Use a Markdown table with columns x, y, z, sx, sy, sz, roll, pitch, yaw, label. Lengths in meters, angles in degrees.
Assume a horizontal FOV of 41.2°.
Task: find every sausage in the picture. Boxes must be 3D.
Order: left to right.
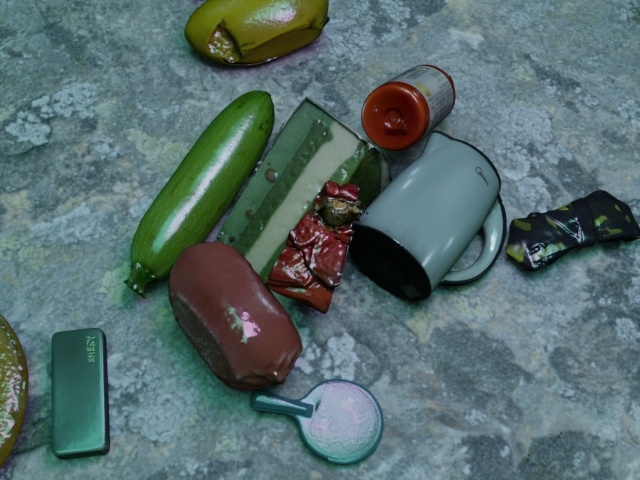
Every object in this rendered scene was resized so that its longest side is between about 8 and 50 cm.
| x | y | z | sx | sy | sz | roll | pitch | yaw | label |
| --- | --- | --- | --- | --- | --- | --- | --- | --- | --- |
| -0.131 | 0.116 | 1.250 | 0.148 | 0.148 | 0.254 | -38 | 68 | -19 | sausage |

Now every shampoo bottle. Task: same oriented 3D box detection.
| x | y | z | sx | sy | sz | roll | pitch | yaw | label |
| --- | --- | --- | --- | --- | --- | --- | --- | --- | --- |
| 0.159 | -0.228 | 1.393 | 0.104 | 0.104 | 0.278 | 29 | 28 | 11 | shampoo bottle |

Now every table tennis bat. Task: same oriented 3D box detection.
| x | y | z | sx | sy | sz | roll | pitch | yaw | label |
| --- | --- | --- | --- | --- | --- | --- | --- | --- | --- |
| -0.005 | 0.256 | 1.250 | 0.201 | 0.033 | 0.124 | 15 | 63 | -1 | table tennis bat |

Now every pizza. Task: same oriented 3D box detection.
| x | y | z | sx | sy | sz | roll | pitch | yaw | label |
| --- | --- | --- | --- | --- | --- | --- | --- | --- | --- |
| -0.517 | 0.230 | 1.218 | 0.197 | 0.058 | 0.292 | -7 | 63 | -5 | pizza |

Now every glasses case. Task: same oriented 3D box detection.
| x | y | z | sx | sy | sz | roll | pitch | yaw | label |
| --- | --- | --- | --- | --- | --- | --- | --- | --- | --- |
| -0.350 | 0.221 | 1.241 | 0.077 | 0.039 | 0.184 | -6 | 65 | -6 | glasses case |

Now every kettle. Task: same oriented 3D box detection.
| x | y | z | sx | sy | sz | roll | pitch | yaw | label |
| --- | --- | --- | --- | --- | --- | --- | --- | --- | --- |
| 0.189 | -0.024 | 1.340 | 0.221 | 0.161 | 0.236 | 46 | 65 | -12 | kettle |

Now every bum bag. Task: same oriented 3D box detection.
| x | y | z | sx | sy | sz | roll | pitch | yaw | label |
| --- | --- | --- | --- | --- | --- | --- | --- | --- | --- |
| 0.405 | -0.016 | 1.388 | 0.232 | 0.060 | 0.107 | -15 | 57 | -12 | bum bag |

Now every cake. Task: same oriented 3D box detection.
| x | y | z | sx | sy | sz | roll | pitch | yaw | label |
| --- | --- | --- | --- | --- | --- | --- | --- | --- | --- |
| -0.018 | -0.064 | 1.394 | 0.158 | 0.172 | 0.284 | 41 | 101 | 22 | cake |

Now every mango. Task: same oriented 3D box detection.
| x | y | z | sx | sy | sz | roll | pitch | yaw | label |
| --- | --- | --- | --- | --- | --- | --- | --- | --- | --- |
| -0.110 | -0.395 | 1.507 | 0.261 | 0.130 | 0.167 | -26 | 63 | -10 | mango |

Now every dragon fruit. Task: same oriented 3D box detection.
| x | y | z | sx | sy | sz | roll | pitch | yaw | label |
| --- | --- | --- | --- | --- | --- | --- | --- | --- | --- |
| 0.016 | 0.008 | 1.258 | 0.092 | 0.122 | 0.192 | 26 | 91 | 22 | dragon fruit |

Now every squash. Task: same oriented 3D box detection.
| x | y | z | sx | sy | sz | roll | pitch | yaw | label |
| --- | --- | --- | --- | --- | --- | --- | --- | --- | --- |
| -0.191 | -0.081 | 1.359 | 0.107 | 0.107 | 0.395 | 27 | 69 | 10 | squash |
